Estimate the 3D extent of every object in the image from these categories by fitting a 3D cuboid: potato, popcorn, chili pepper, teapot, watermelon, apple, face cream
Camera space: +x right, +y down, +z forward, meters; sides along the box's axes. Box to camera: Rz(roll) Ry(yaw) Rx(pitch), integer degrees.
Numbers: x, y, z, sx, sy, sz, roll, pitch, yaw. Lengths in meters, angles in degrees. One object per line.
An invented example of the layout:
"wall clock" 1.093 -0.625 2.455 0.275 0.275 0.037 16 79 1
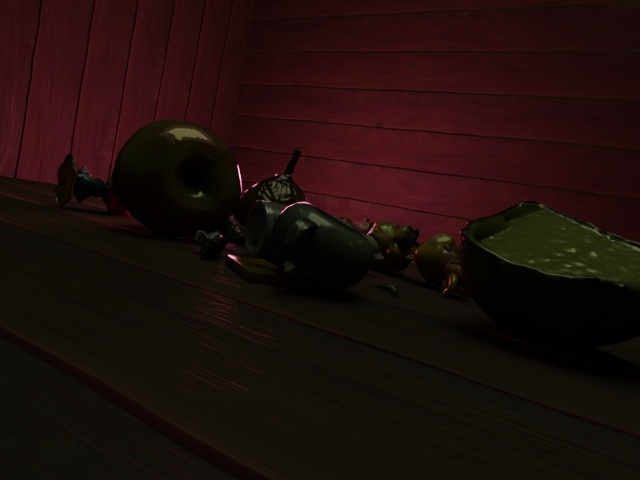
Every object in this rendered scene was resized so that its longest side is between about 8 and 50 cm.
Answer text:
"potato" 0.365 0.087 0.707 0.280 0.213 0.330 -7 25 -22
"popcorn" 0.229 0.029 1.316 0.173 0.168 0.195 -26 22 -19
"chili pepper" 0.148 0.104 0.911 0.030 0.017 0.083 9 5 -11
"teapot" -0.002 0.018 0.779 0.193 0.129 0.294 32 7 20
"watermelon" -0.264 -0.036 1.272 0.139 0.071 0.187 28 5 -40
"apple" -0.389 -0.162 1.150 0.319 0.319 0.277 9 -5 -34
"face cream" 0.000 0.000 1.092 0.369 0.145 0.145 10 4 -30

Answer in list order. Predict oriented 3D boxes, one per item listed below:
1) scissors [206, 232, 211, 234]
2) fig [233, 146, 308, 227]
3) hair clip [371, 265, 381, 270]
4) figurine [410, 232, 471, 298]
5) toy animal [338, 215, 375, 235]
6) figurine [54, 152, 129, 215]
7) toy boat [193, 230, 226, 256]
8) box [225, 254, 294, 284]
"scissors" -0.373 -0.039 1.426 0.256 0.029 0.383 16 3 16
"fig" -0.147 -0.163 1.537 0.286 0.369 0.286 15 -6 2
"hair clip" 0.094 0.055 1.367 0.229 0.036 0.066 13 -2 27
"figurine" 0.327 0.066 1.126 0.131 0.156 0.246 7 17 -15
"toy animal" 0.149 -0.031 1.968 0.281 0.195 0.169 16 -35 13
"figurine" -0.701 -0.162 1.391 0.208 0.181 0.257 -35 -28 32
"toy boat" -0.246 0.002 0.928 0.066 0.059 0.140 28 0 -3
"box" -0.120 0.056 0.810 0.087 0.023 0.155 12 3 -29
